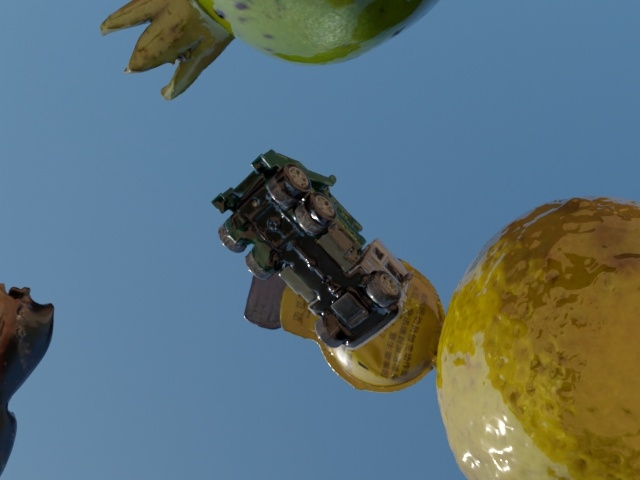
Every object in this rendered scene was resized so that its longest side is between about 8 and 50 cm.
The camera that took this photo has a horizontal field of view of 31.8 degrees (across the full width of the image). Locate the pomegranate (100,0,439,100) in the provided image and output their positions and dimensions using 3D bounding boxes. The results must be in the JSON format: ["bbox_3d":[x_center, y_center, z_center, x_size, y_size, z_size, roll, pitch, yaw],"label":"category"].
[{"bbox_3d":[-0.034,-0.249,0.910,0.341,0.260,0.260,-41,-129,15],"label":"pomegranate"}]

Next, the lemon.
[{"bbox_3d":[0.284,0.137,1.102,0.350,0.350,0.387,24,-90,16],"label":"lemon"}]

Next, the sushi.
[{"bbox_3d":[-0.242,0.116,0.661,0.097,0.226,0.103,20,-172,-41],"label":"sushi"}]

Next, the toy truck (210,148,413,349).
[{"bbox_3d":[0.000,0.000,1.169,0.216,0.110,0.116,46,-150,-5],"label":"toy truck"}]

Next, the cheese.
[{"bbox_3d":[0.034,0.086,1.283,0.250,0.064,0.156,16,-89,13],"label":"cheese"}]
